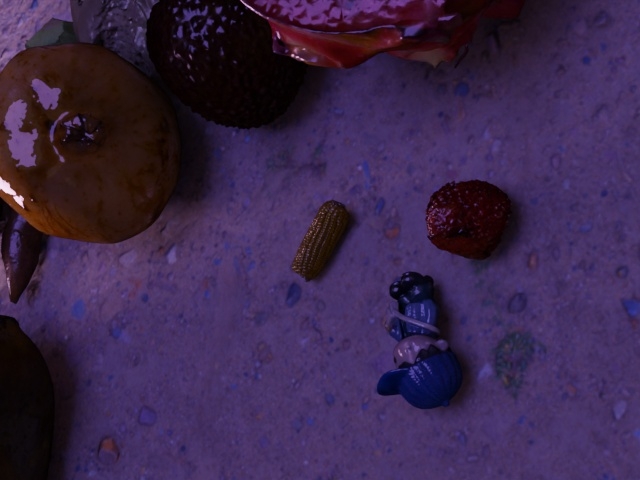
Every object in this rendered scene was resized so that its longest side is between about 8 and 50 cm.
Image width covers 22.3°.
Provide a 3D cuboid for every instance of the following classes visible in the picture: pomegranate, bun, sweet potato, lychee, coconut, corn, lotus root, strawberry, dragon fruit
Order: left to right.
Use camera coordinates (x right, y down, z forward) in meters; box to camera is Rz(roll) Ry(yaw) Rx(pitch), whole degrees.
[{"bbox_3d":[-0.440,0.251,1.905,0.250,0.250,0.346,8,85,40],"label":"lotus root"},{"bbox_3d":[-0.367,-0.029,2.037,0.065,0.051,0.218,-6,76,35],"label":"sweet potato"},{"bbox_3d":[-0.320,-0.238,2.034,0.082,0.081,0.083,-48,30,-16],"label":"coconut"},{"bbox_3d":[-0.273,-0.112,1.859,0.248,0.248,0.248,-11,72,37],"label":"pomegranate"},{"bbox_3d":[-0.215,-0.297,1.935,0.210,0.116,0.237,-32,58,29],"label":"bun"},{"bbox_3d":[-0.099,-0.217,1.776,0.194,0.194,0.194,-11,72,37],"label":"lychee"},{"bbox_3d":[0.000,0.000,1.734,0.037,0.037,0.092,36,101,39],"label":"corn"},{"bbox_3d":[0.077,-0.336,1.628,0.371,0.249,0.386,-22,69,17],"label":"dragon fruit"},{"bbox_3d":[0.141,-0.021,1.588,0.083,0.096,0.083,2,94,32],"label":"strawberry"}]

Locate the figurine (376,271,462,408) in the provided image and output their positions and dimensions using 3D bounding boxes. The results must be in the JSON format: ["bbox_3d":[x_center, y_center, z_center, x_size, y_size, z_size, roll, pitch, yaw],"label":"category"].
[{"bbox_3d":[0.102,0.104,1.614,0.077,0.079,0.136,-46,29,48],"label":"figurine"}]

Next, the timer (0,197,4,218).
[{"bbox_3d":[-0.515,-0.047,2.044,0.229,0.229,0.215,-5,63,39],"label":"timer"}]
